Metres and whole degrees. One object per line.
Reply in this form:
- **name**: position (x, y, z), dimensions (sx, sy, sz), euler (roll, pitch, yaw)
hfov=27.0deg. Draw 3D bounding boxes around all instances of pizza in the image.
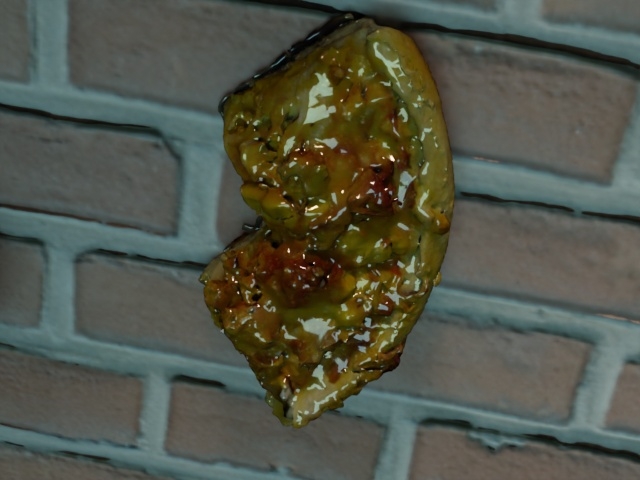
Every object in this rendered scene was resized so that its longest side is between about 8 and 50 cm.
- **pizza**: position (0.000, 0.000, 0.849), dimensions (0.161, 0.085, 0.305), euler (12, 123, 1)
